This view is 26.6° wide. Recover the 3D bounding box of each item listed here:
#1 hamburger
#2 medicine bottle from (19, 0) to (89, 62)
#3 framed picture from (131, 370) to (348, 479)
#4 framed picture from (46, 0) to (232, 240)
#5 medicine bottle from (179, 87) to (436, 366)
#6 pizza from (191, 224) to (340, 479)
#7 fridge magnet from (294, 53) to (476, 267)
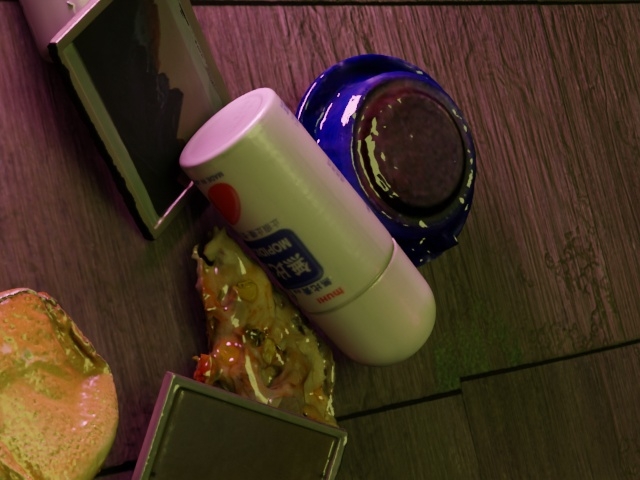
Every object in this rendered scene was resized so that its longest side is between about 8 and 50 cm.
[{"bbox_3d":[-0.289,0.156,1.263,0.214,0.108,0.213,12,71,-37],"label":"hamburger"},{"bbox_3d":[-0.268,-0.277,1.403,0.105,0.105,0.168,-21,91,-40],"label":"medicine bottle"},{"bbox_3d":[-0.104,0.313,1.371,0.232,0.024,0.314,24,77,-31],"label":"framed picture"},{"bbox_3d":[-0.175,-0.154,1.420,0.192,0.018,0.265,-55,140,-33],"label":"framed picture"},{"bbox_3d":[0.000,0.000,1.483,0.341,0.130,0.130,50,53,-23],"label":"medicine bottle"},{"bbox_3d":[-0.062,0.128,1.472,0.189,0.071,0.296,-3,79,-38],"label":"pizza"},{"bbox_3d":[0.083,-0.095,1.617,0.266,0.113,0.265,7,78,-34],"label":"fridge magnet"}]
